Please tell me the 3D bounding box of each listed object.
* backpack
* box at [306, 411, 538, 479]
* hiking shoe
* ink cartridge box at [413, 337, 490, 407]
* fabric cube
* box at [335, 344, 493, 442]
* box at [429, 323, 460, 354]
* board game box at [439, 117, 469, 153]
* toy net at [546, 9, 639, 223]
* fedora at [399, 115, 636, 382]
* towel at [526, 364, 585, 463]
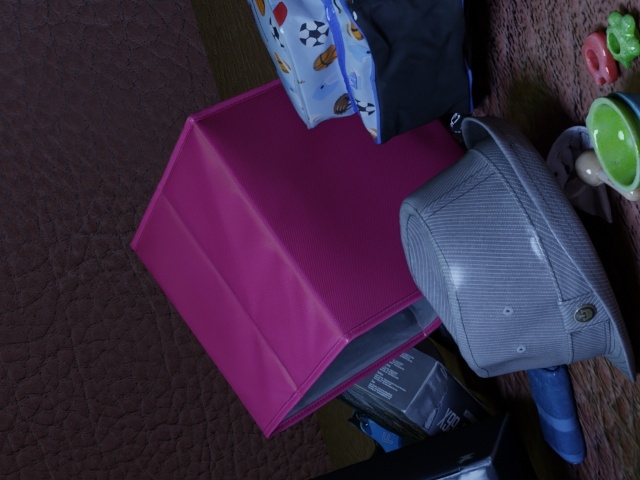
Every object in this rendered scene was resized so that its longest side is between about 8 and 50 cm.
[{"bbox_3d":[0.032,-0.243,1.058,0.276,0.213,0.263,83,175,-66],"label":"backpack"},{"bbox_3d":[0.132,0.431,1.275,0.395,0.293,0.212,69,-164,-1],"label":"box"},{"bbox_3d":[0.102,0.253,1.914,0.113,0.132,0.304,-150,40,-76],"label":"hiking shoe"},{"bbox_3d":[0.141,0.148,1.562,0.179,0.045,0.145,29,179,-7],"label":"ink cartridge box"},{"bbox_3d":[0.000,0.000,1.211,0.258,0.254,0.259,52,146,13],"label":"fabric cube"},{"bbox_3d":[0.063,0.170,1.496,0.307,0.076,0.242,25,166,41],"label":"box"},{"bbox_3d":[0.118,-0.011,1.469,0.216,0.060,0.270,-148,38,-75],"label":"box"},{"bbox_3d":[0.087,-0.064,1.315,0.136,0.035,0.201,42,140,28],"label":"board game box"},{"bbox_3d":[0.200,-0.077,0.888,0.232,0.045,0.122,106,141,-76],"label":"toy net"},{"bbox_3d":[0.151,0.031,0.999,0.244,0.124,0.275,61,179,41],"label":"fedora"},{"bbox_3d":[0.244,0.172,1.237,0.067,0.029,0.119,-133,25,-66],"label":"towel"}]
